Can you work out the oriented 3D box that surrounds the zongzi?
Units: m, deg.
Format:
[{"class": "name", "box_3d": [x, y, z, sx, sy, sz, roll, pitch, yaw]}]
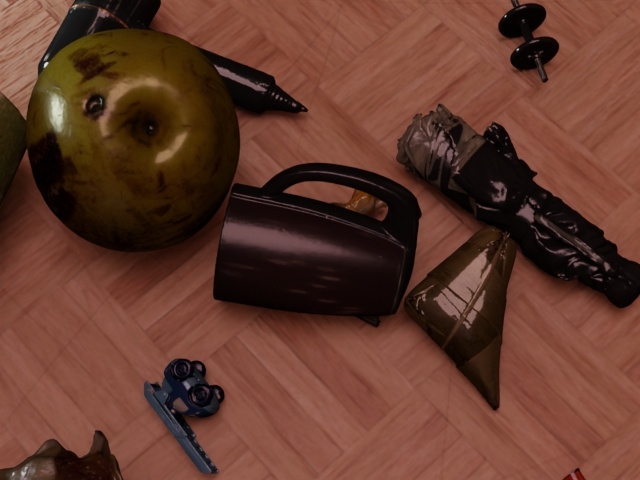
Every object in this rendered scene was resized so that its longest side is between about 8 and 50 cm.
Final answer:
[{"class": "zongzi", "box_3d": [0.209, 0.087, 1.401, 0.160, 0.078, 0.176, -43, 76, 3]}]

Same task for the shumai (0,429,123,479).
[{"class": "shumai", "box_3d": [-0.290, 0.278, 1.265, 0.218, 0.184, 0.185, 32, 105, 32]}]

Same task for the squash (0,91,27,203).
[{"class": "squash", "box_3d": [-0.540, -0.025, 1.373, 0.263, 0.263, 0.384, 18, 68, 9]}]

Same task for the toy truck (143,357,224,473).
[{"class": "toy truck", "box_3d": [-0.146, 0.204, 1.372, 0.074, 0.063, 0.136, -41, 72, 4]}]

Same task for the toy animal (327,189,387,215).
[{"class": "toy animal", "box_3d": [0.040, -0.046, 1.485, 0.083, 0.060, 0.081, -31, 44, -9]}]

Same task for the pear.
[{"class": "pear", "box_3d": [-0.224, -0.119, 1.395, 0.283, 0.283, 0.283, 0, 65, 1]}]

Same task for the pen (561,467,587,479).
[{"class": "pen", "box_3d": [0.343, 0.358, 1.311, 0.026, 0.026, 0.218, -26, 68, -11]}]

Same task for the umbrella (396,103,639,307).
[{"class": "umbrella", "box_3d": [0.257, -0.047, 1.455, 0.358, 0.106, 0.113, 38, 68, 16]}]

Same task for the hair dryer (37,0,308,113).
[{"class": "hair dryer", "box_3d": [-0.187, -0.224, 1.554, 0.352, 0.107, 0.189, 23, 70, 5]}]

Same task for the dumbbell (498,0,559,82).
[{"class": "dumbbell", "box_3d": [0.283, -0.278, 1.579, 0.069, 0.069, 0.147, -13, 65, -5]}]

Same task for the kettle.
[{"class": "kettle", "box_3d": [0.000, 0.000, 1.403, 0.232, 0.144, 0.202, 10, 110, 0]}]
